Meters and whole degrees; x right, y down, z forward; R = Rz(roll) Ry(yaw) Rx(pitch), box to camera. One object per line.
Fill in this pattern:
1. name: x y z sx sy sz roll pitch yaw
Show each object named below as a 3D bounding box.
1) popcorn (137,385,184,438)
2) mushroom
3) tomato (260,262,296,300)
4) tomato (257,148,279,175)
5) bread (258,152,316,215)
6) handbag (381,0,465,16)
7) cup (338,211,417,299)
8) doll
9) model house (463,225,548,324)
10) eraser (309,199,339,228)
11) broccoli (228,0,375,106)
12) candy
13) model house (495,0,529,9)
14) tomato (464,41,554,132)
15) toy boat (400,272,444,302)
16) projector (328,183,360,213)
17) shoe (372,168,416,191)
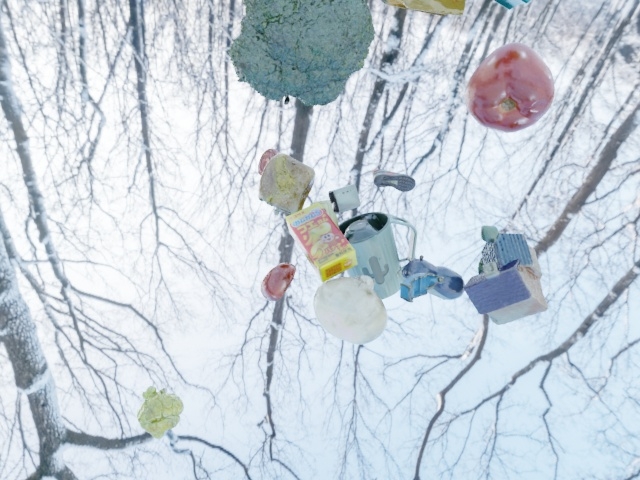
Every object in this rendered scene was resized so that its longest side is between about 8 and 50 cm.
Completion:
1. popcorn: -0.505 0.536 1.305 0.141 0.136 0.163 -9 -111 -5
2. mushroom: 0.112 0.219 1.426 0.260 0.253 0.234 50 -130 -11
3. tomato: -0.183 0.157 1.689 0.082 0.166 0.174 37 -107 -21
4. tomato: -0.251 -0.399 2.157 0.091 0.159 0.139 11 -119 -36
5. bread: -0.147 -0.220 1.695 0.195 0.247 0.176 26 -172 17
6. handbag: 0.330 -0.845 1.127 0.282 0.402 0.133 -10 -149 -31
7. cup: 0.288 0.070 2.096 0.400 0.393 0.310 -9 -153 29
8. doll: 0.468 0.167 1.724 0.258 0.154 0.228 26 -174 -7
9. model house: 0.665 0.117 1.548 0.280 0.245 0.313 27 -131 -36
10. eraser: 0.020 -0.104 1.995 0.117 0.172 0.058 -2 -165 37
11. broccoli: -0.045 -0.445 0.917 0.321 0.304 0.283 27 -164 -35
12. candy: 0.000 0.000 1.436 0.146 0.088 0.276 -26 -130 -10
13. model house: 0.570 -0.759 1.213 0.100 0.127 0.149 4 -119 -33
14. tomato: 0.642 -0.523 1.414 0.298 0.299 0.227 18 -115 6
15. toy boat: 0.338 0.150 1.373 0.077 0.075 0.185 12 -160 40
16. projector: 0.083 -0.145 1.445 0.082 0.083 0.083 -18 -173 -13
17. shoe: 0.296 -0.252 1.679 0.194 0.074 0.077 5 -144 -20
